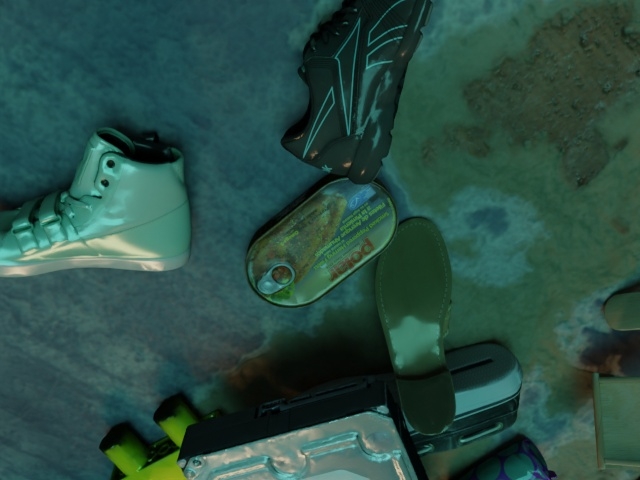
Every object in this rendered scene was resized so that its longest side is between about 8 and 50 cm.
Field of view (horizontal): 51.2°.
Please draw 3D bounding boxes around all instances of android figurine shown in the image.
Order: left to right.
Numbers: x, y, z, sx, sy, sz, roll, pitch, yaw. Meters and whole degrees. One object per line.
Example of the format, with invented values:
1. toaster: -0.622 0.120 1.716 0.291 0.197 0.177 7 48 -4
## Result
1. android figurine: -0.160 0.332 0.885 0.248 0.056 0.273 -28 113 8

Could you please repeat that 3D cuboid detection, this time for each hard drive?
1. hard drive: 0.016 0.322 0.758 0.237 0.064 0.339 -17 115 10

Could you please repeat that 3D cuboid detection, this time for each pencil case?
1. pencil case: 0.241 0.338 0.915 0.152 0.064 0.070 -39 97 14

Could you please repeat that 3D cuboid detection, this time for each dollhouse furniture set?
1. dollhouse furniture set: 0.520 0.222 0.871 0.355 0.303 0.174 14 161 -41

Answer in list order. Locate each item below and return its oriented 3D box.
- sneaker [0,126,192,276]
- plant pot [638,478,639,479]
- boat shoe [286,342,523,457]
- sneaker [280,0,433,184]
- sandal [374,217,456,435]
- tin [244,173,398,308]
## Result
1. sneaker: -0.259 -0.048 0.671 0.256 0.094 0.151 -1 122 -15
2. plant pot: 0.543 0.430 0.926 0.191 0.174 0.191 -2 113 -5
3. boat shoe: 0.094 0.232 0.819 0.335 0.121 0.119 -14 111 0
4. sneaker: 0.039 -0.185 0.630 0.106 0.101 0.267 15 110 -3
5. sandal: 0.111 0.099 0.777 0.088 0.079 0.240 -5 80 3
6. tin: 0.000 0.000 0.750 0.190 0.040 0.106 -37 109 13
